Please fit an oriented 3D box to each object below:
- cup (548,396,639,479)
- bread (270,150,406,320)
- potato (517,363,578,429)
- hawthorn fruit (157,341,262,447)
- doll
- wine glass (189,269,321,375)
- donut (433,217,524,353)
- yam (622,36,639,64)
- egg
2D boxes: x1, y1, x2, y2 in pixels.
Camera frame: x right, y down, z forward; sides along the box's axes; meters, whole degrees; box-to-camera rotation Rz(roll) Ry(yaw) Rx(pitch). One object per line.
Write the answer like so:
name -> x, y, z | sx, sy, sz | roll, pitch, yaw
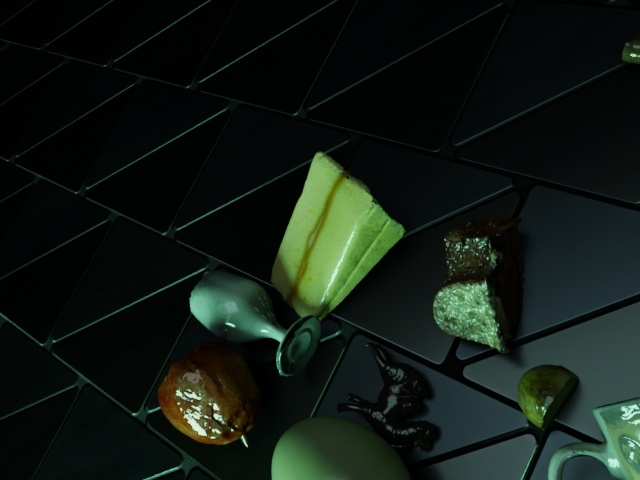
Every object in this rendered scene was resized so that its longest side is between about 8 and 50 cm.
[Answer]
cup -> 0.426, 0.296, 0.709 | 0.301, 0.227, 0.256 | -17, 68, 14
bread -> -0.002, 0.003, 1.110 | 0.264, 0.163, 0.168 | -48, 56, 3
potato -> 0.313, 0.209, 0.884 | 0.066, 0.103, 0.096 | 30, 84, 32
hawthorn fruit -> -0.190, 0.268, 1.110 | 0.179, 0.173, 0.173 | 15, 76, 10
doll -> 0.117, 0.259, 1.001 | 0.165, 0.057, 0.139 | 27, 82, 26
wine glass -> -0.123, 0.142, 1.139 | 0.241, 0.126, 0.126 | 25, 83, 32
donut -> 0.253, 0.064, 0.980 | 0.126, 0.144, 0.186 | 2, 101, 36
yam -> 0.632, -0.262, 0.948 | 0.327, 0.045, 0.045 | 25, 113, 34
egg -> 0.029, 0.361, 0.923 | 0.242, 0.186, 0.185 | 30, 86, 36
